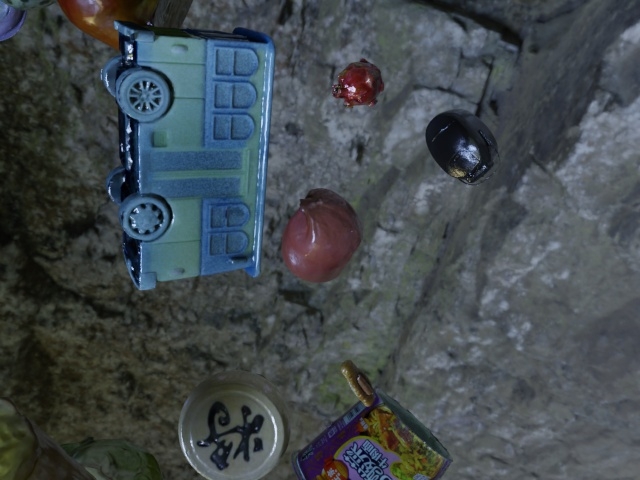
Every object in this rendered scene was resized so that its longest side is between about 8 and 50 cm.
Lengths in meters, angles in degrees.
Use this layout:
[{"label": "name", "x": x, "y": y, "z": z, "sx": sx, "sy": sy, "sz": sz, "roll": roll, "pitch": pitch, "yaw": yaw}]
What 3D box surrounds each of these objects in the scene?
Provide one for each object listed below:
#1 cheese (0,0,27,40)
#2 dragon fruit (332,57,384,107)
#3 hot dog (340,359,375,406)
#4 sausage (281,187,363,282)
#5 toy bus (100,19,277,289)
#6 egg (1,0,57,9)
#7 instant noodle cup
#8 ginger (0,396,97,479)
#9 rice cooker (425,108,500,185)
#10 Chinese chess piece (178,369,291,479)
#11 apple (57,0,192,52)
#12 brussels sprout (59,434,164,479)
[{"label": "cheese", "x": -0.587, "y": -0.385, "z": 1.036, "sx": 0.191, "sy": 0.105, "sz": 0.042, "roll": -58, "pitch": 14, "yaw": 4}, {"label": "dragon fruit", "x": 0.110, "y": -0.437, "z": 1.655, "sx": 0.133, "sy": 0.166, "sz": 0.136, "roll": 8, "pitch": 118, "yaw": 52}, {"label": "hot dog", "x": 0.082, "y": 0.295, "z": 1.228, "sx": 0.044, "sy": 0.028, "sz": 0.137, "roll": -55, "pitch": -52, "yaw": -36}, {"label": "sausage", "x": 0.000, "y": 0.000, "z": 1.062, "sx": 0.254, "sy": 0.148, "sz": 0.148, "roll": 127, "pitch": 160, "yaw": -75}, {"label": "toy bus", "x": -0.166, "y": -0.108, "z": 0.745, "sx": 0.152, "sy": 0.190, "sz": 0.312, "roll": 40, "pitch": 130, "yaw": 54}, {"label": "egg", "x": -0.454, "y": -0.471, "z": 0.929, "sx": 0.177, "sy": 0.177, "sz": 0.228, "roll": 119, "pitch": 165, "yaw": -74}, {"label": "instant noodle cup", "x": 0.140, "y": 0.535, "z": 1.415, "sx": 0.266, "sy": 0.340, "sz": 0.340, "roll": -48, "pitch": 3, "yaw": -1}, {"label": "ginger", "x": -0.201, "y": 0.248, "z": 0.462, "sx": 0.126, "sy": 0.354, "sz": 0.190, "roll": -44, "pitch": -10, "yaw": -42}, {"label": "rice cooker", "x": 0.358, "y": -0.237, "z": 1.477, "sx": 0.118, "sy": 0.203, "sz": 0.142, "roll": -37, "pitch": -3, "yaw": -44}, {"label": "Chinese chess piece", "x": -0.195, "y": 0.427, "z": 1.354, "sx": 0.104, "sy": 0.257, "sz": 0.257, "roll": -101, "pitch": 28, "yaw": -88}, {"label": "apple", "x": -0.230, "y": -0.428, "z": 0.812, "sx": 0.365, "sy": 0.295, "sz": 0.328, "roll": -87, "pitch": -22, "yaw": -47}, {"label": "brussels sprout", "x": -0.399, "y": 0.454, "z": 1.056, "sx": 0.244, "sy": 0.244, "sz": 0.244, "roll": -163, "pitch": 90, "yaw": -87}]
